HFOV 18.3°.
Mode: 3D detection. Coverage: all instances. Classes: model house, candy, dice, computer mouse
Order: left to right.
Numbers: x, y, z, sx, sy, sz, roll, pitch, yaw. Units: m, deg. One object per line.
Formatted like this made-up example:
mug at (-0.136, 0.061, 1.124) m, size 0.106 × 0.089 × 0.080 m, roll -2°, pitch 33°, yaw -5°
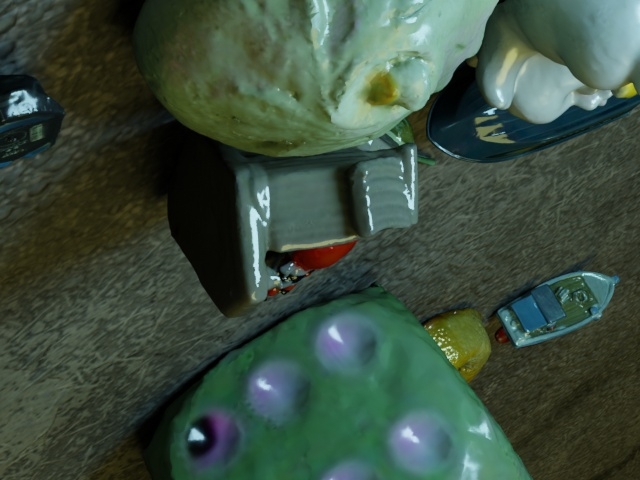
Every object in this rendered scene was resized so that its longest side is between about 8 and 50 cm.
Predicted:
computer mouse at (-0.215, -0.082, 1.339) m, size 0.079 × 0.047 × 0.135 m, roll -20°, pitch 167°, yaw -10°
model house at (-0.017, -0.041, 1.530) m, size 0.188 × 0.229 × 0.122 m, roll -18°, pitch 115°, yaw -13°
dice at (0.029, 0.264, 2.050) m, size 0.322 × 0.318 × 0.330 m, roll -34°, pitch 158°, yaw -6°
candy at (0.077, -0.081, 1.801) m, size 0.061 × 0.061 × 0.202 m, roll -42°, pitch 166°, yaw 12°

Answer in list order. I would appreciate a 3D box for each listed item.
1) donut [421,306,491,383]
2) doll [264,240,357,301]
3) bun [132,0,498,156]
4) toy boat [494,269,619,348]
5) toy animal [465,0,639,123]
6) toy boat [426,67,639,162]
donut at (0.130, 0.156, 2.330) m, size 0.162 × 0.065 × 0.178 m, roll -24°, pitch 154°, yaw -31°
doll at (0.000, 0.000, 1.819) m, size 0.109 × 0.057 × 0.169 m, roll -11°, pitch 146°, yaw -48°
bun at (0.022, -0.152, 1.375) m, size 0.283 × 0.179 × 0.283 m, roll -34°, pitch 161°, yaw -14°
toy boat at (0.290, 0.079, 2.412) m, size 0.173 × 0.069 × 0.059 m, roll -20°, pitch 162°, yaw -26°
toy animal at (0.205, -0.188, 1.585) m, size 0.208 × 0.154 × 0.325 m, roll -44°, pitch -166°, yaw 8°
toy boat at (0.190, -0.127, 1.805) m, size 0.246 × 0.093 × 0.103 m, roll -21°, pitch 175°, yaw -34°
